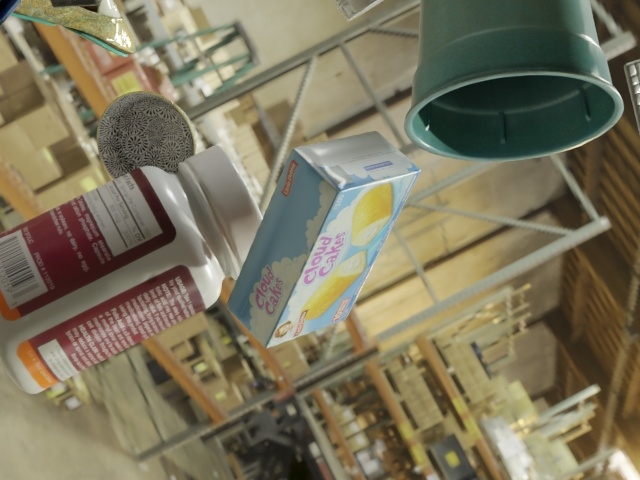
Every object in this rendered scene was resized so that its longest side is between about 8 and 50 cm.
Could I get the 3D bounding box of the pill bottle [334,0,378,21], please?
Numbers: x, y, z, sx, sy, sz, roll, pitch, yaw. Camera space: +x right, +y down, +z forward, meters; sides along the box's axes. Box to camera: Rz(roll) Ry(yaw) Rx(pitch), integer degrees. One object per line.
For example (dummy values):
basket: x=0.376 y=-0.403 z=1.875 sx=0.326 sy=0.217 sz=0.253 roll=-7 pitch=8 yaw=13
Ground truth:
pill bottle: x=0.013 y=-0.399 z=1.339 sx=0.215 sy=0.117 sz=0.117 roll=58 pitch=-2 yaw=-7

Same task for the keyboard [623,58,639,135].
keyboard: x=0.428 y=-0.101 z=1.277 sx=0.014 sy=0.072 sz=0.256 roll=-7 pitch=-78 yaw=50

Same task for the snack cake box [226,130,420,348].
snack cake box: x=0.000 y=0.000 z=1.291 sx=0.089 sy=0.152 sz=0.264 roll=45 pitch=-50 yaw=26

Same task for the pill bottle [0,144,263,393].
pill bottle: x=-0.278 y=0.031 z=1.445 sx=0.224 sy=0.392 sz=0.224 roll=60 pitch=-11 yaw=19

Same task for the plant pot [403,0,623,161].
plant pot: x=0.300 y=-0.345 z=1.672 sx=0.341 sy=0.341 sz=0.334 roll=70 pitch=18 yaw=-72

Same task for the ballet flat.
ballet flat: x=-0.431 y=-0.408 z=1.755 sx=0.348 sy=0.123 sz=0.123 roll=12 pitch=43 yaw=-52

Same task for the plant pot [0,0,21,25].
plant pot: x=-0.470 y=-0.271 z=1.088 sx=0.236 sy=0.236 sz=0.212 roll=43 pitch=3 yaw=2

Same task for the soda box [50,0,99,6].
soda box: x=-0.291 y=-0.328 z=1.145 sx=0.169 sy=0.060 sz=0.053 roll=84 pitch=4 yaw=-69

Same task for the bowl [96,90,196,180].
bowl: x=-0.261 y=-0.159 z=1.637 sx=0.170 sy=0.170 sz=0.080 roll=63 pitch=22 yaw=-9
